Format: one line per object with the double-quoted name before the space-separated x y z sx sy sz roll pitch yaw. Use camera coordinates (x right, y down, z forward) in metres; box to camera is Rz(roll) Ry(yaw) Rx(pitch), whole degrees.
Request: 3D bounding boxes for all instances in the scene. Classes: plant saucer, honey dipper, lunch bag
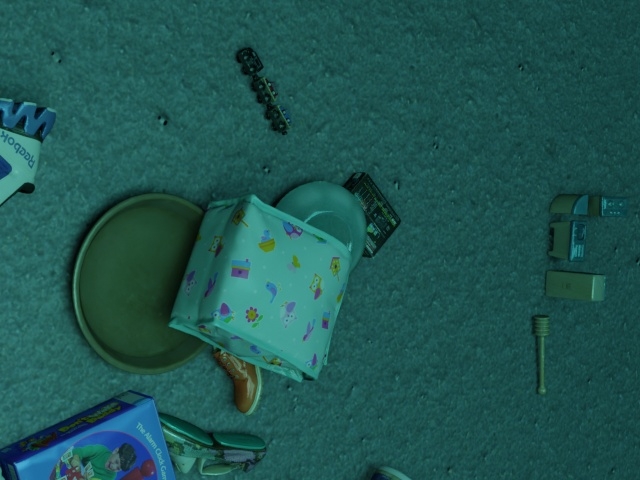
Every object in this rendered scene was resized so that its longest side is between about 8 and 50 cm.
"plant saucer" 0.000 0.000 2.004 0.194 0.037 0.195 -7 106 -24
"honey dipper" 0.439 0.229 2.392 0.030 0.030 0.161 -7 102 -37
"plant saucer" -0.259 0.065 1.838 0.277 0.041 0.278 -3 95 -38
"lunch bag" -0.075 0.079 1.859 0.262 0.160 0.223 29 69 -36

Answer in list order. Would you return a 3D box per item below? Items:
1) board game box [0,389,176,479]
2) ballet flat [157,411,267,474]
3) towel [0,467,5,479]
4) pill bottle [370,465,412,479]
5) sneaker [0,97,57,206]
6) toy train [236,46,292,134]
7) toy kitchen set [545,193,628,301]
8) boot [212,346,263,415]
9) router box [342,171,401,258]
"board game box" -0.319 0.431 1.794 0.233 0.078 0.347 -22 107 -34
"ballet flat" -0.184 0.332 1.901 0.221 0.077 0.079 20 101 -37
"towel" -0.607 0.436 1.574 0.374 0.090 0.321 11 84 -37
"pill bottle" 0.099 0.488 2.108 0.094 0.094 0.169 48 65 -29
"sneaker" -0.498 -0.106 1.588 0.315 0.127 0.182 5 88 -39
"toy train" -0.088 -0.242 1.955 0.036 0.027 0.158 -46 118 -38
"toy kitchen set" 0.554 0.013 2.402 0.166 0.122 0.207 1 93 -37
"boot" -0.138 0.203 1.934 0.084 0.059 0.158 2 84 -34
"router box" 0.075 -0.043 2.085 0.092 0.038 0.122 -50 120 -24
